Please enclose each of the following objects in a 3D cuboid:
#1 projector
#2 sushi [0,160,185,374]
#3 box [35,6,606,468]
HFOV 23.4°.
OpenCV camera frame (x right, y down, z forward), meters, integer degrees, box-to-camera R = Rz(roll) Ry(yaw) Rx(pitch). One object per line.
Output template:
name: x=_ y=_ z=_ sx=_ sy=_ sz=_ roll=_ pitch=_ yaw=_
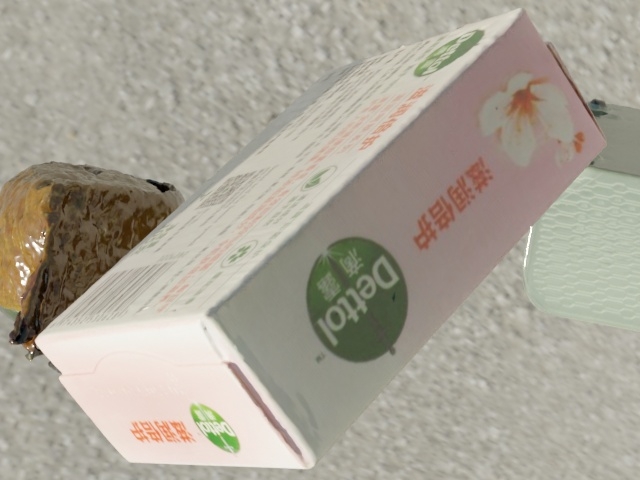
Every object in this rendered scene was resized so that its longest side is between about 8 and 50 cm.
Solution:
projector: x=0.268 y=-0.012 z=1.012 sx=0.251 sy=0.198 sz=0.108 roll=10 pitch=109 yaw=11
sushi: x=-0.141 y=0.025 z=0.980 sx=0.287 sy=0.149 sz=0.140 roll=-159 pitch=82 yaw=-72
box: x=0.000 y=0.000 z=0.385 sx=0.125 sy=0.043 sz=0.089 roll=-44 pitch=19 yaw=-28
